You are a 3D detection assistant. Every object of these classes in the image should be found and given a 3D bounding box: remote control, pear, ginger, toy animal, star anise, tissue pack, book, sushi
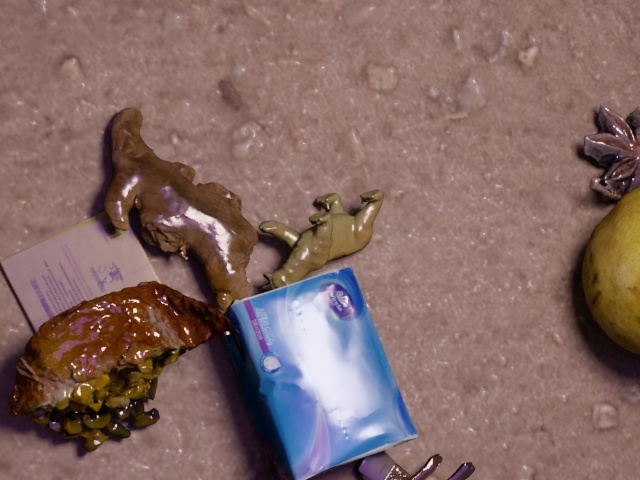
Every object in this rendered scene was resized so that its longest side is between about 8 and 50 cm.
[{"bbox_3d":[0.144,0.388,1.663,0.212,0.028,0.059,40,66,-5],"label":"remote control"},{"bbox_3d":[0.565,0.053,1.714,0.304,0.304,0.304,4,76,-16],"label":"pear"},{"bbox_3d":[-0.208,-0.042,1.629,0.333,0.080,0.166,45,56,-6],"label":"ginger"},{"bbox_3d":[0.000,0.000,1.672,0.218,0.103,0.101,-26,111,-37],"label":"toy animal"},{"bbox_3d":[0.522,-0.128,1.868,0.262,0.081,0.230,-33,89,-32],"label":"star anise"},{"bbox_3d":[-0.008,0.195,1.590,0.198,0.146,0.263,-17,78,-18],"label":"tissue pack"},{"bbox_3d":[-0.336,0.061,1.601,0.192,0.013,0.168,-27,86,-21],"label":"book"},{"bbox_3d":[-0.281,0.168,1.519,0.296,0.167,0.179,-24,76,-27],"label":"sushi"}]

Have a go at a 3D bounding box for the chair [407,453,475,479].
[{"bbox_3d":[0.113,0.465,1.554,0.319,0.160,0.186,-36,94,-15],"label":"chair"}]
